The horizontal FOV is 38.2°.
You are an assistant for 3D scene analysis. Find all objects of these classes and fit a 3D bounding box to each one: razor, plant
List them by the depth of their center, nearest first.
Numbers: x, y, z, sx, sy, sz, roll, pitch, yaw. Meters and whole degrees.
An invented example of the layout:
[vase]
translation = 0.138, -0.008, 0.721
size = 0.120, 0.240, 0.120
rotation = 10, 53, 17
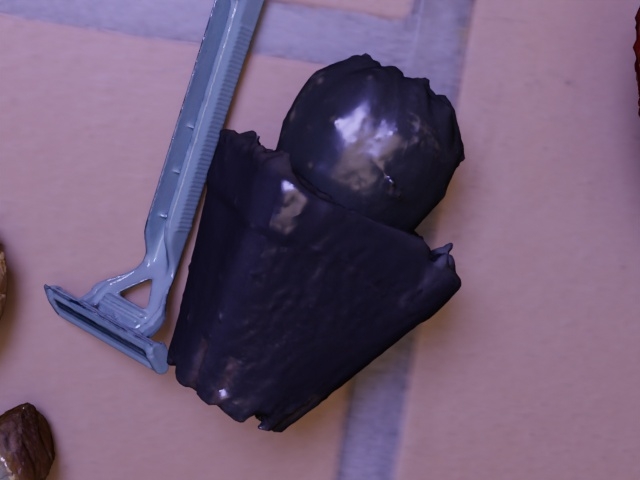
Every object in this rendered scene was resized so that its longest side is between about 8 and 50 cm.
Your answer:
[plant]
translation = 0.000, 0.000, 0.618
size = 0.164, 0.142, 0.256
rotation = 26, 94, -26
[razor]
translation = -0.101, -0.052, 0.670
size = 0.111, 0.056, 0.278
rotation = 23, 92, 29

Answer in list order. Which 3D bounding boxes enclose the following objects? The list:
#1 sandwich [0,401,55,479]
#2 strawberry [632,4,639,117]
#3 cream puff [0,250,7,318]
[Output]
[sandwich]
translation = -0.306, 0.281, 0.684
size = 0.288, 0.099, 0.254
rotation = -22, 93, 0
[strawberry]
translation = 0.325, -0.081, 0.593
size = 0.288, 0.238, 0.250
rotation = 38, 115, 2
[cream puff]
translation = -0.284, 0.038, 0.648
size = 0.133, 0.104, 0.119
rotation = -24, 93, 0
